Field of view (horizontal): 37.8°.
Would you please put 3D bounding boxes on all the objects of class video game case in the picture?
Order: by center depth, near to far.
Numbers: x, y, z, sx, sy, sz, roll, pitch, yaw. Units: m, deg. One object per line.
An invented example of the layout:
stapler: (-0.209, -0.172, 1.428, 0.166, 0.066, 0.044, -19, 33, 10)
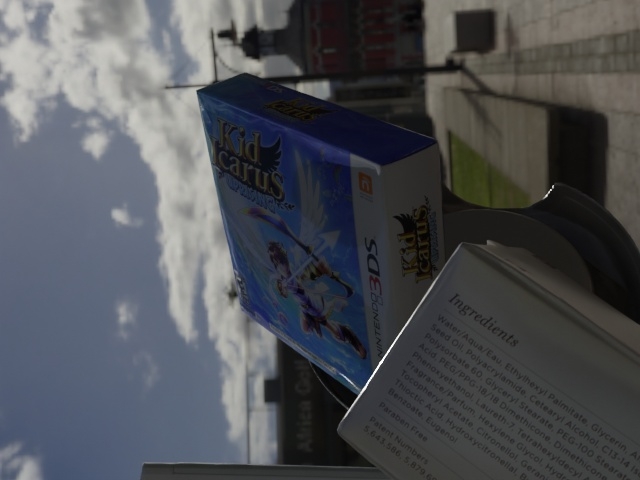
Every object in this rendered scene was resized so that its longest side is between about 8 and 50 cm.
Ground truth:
video game case: (0.000, 0.000, 0.819, 0.269, 0.061, 0.244, 28, 134, 48)

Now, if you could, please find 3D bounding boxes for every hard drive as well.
hard drive: (0.008, 0.255, 0.848, 0.203, 0.307, 0.040, 84, -173, -56)

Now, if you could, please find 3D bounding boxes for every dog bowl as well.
dog bowl: (0.157, 0.081, 0.969, 0.102, 0.348, 0.349, 70, -165, -45)

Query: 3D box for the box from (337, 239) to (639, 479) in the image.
box: (0.134, 0.097, 0.501, 0.119, 0.182, 0.181, -58, -18, 10)
